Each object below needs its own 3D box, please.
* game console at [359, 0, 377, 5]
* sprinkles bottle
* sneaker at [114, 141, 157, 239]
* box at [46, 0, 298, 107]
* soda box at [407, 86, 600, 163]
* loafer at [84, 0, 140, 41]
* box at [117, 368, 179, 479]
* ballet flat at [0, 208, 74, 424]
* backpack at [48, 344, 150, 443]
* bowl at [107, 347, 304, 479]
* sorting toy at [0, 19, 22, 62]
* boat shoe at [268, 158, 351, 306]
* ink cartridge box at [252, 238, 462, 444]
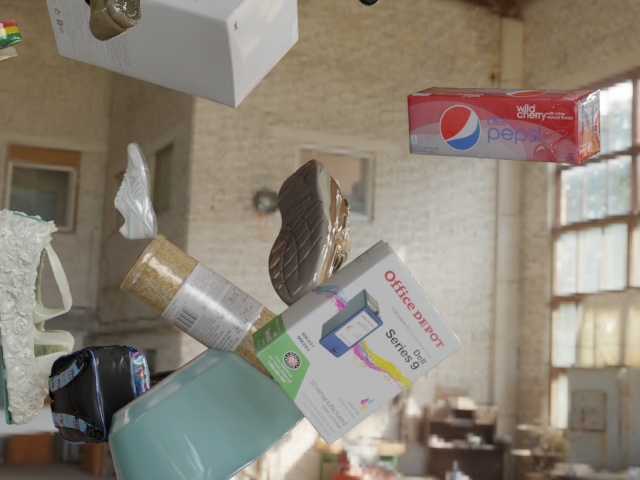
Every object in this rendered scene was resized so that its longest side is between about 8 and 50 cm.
[{"bbox_3d":[0.075,-0.366,1.303,0.124,0.144,0.085,48,-9,-11],"label":"game console"},{"bbox_3d":[-0.169,0.133,1.945,0.355,0.121,0.121,35,-12,-5],"label":"sprinkles bottle"},{"bbox_3d":[-0.289,-0.074,1.724,0.061,0.152,0.054,-7,-1,0],"label":"sneaker"},{"bbox_3d":[-0.236,-0.378,1.807,0.345,0.215,0.168,19,-42,20],"label":"box"},{"bbox_3d":[0.254,-0.163,1.576,0.263,0.092,0.083,6,18,35],"label":"soda box"},{"bbox_3d":[-0.211,-0.250,1.139,0.050,0.148,0.056,-32,-60,17],"label":"loafer"},{"bbox_3d":[-0.309,0.410,2.259,0.073,0.293,0.295,-5,-7,-45],"label":"box"},{"bbox_3d":[-0.489,0.142,1.914,0.147,0.409,0.147,0,25,0],"label":"ballet flat"},{"bbox_3d":[-0.363,0.250,1.810,0.117,0.158,0.173,-5,-8,-40],"label":"backpack"},{"bbox_3d":[-0.188,0.273,1.659,0.311,0.163,0.311,-34,-2,-1],"label":"bowl"},{"bbox_3d":[-0.472,-0.222,1.379,0.274,0.046,0.132,-18,6,15],"label":"sorting toy"},{"bbox_3d":[0.000,0.000,1.793,0.123,0.324,0.116,-31,-59,28],"label":"boat shoe"},{"bbox_3d":[0.044,0.124,1.401,0.212,0.154,0.093,-36,12,1],"label":"ink cartridge box"}]
